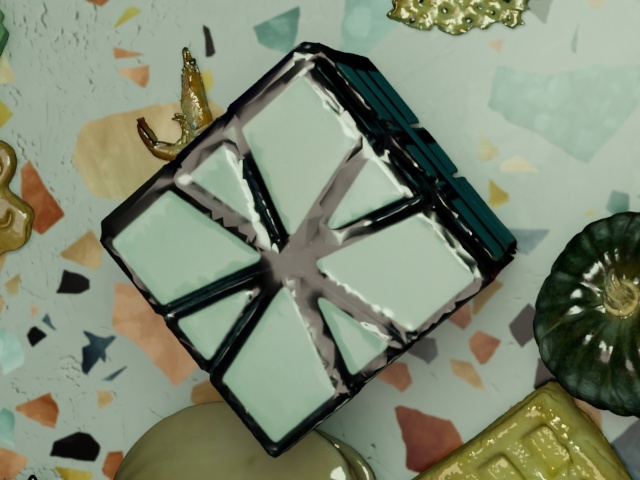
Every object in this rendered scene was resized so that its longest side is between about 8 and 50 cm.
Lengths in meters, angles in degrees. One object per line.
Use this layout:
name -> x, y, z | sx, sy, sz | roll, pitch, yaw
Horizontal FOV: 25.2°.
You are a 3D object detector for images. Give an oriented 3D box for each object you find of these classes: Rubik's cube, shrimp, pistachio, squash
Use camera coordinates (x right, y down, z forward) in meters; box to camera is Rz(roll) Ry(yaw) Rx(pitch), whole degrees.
Rubik's cube -> 0.000, 0.000, 1.421 | 0.293, 0.283, 0.288 | -38, 85, 10
shrimp -> -0.160, -0.149, 1.576 | 0.091, 0.025, 0.127 | 2, 98, 14
pistachio -> -0.083, 0.267, 1.523 | 0.288, 0.166, 0.197 | -8, 84, 13
squash -> 0.315, 0.074, 1.411 | 0.218, 0.172, 0.218 | 4, 99, 25

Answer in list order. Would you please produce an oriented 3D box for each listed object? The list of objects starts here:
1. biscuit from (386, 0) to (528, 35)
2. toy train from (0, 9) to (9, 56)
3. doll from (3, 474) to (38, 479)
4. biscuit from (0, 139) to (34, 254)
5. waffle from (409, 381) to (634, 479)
biscuit -> 0.170, -0.302, 1.492 | 0.144, 0.016, 0.203 | 23, 99, 10
toy train -> -0.431, -0.188, 1.586 | 0.125, 0.081, 0.194 | 17, 79, 9
doll -> -0.318, 0.367, 1.636 | 0.091, 0.067, 0.219 | -23, 95, 10
biscuit -> -0.437, -0.074, 1.641 | 0.184, 0.035, 0.249 | -34, 86, 13
waffle -> 0.190, 0.289, 1.517 | 0.274, 0.057, 0.168 | -38, 85, 13
